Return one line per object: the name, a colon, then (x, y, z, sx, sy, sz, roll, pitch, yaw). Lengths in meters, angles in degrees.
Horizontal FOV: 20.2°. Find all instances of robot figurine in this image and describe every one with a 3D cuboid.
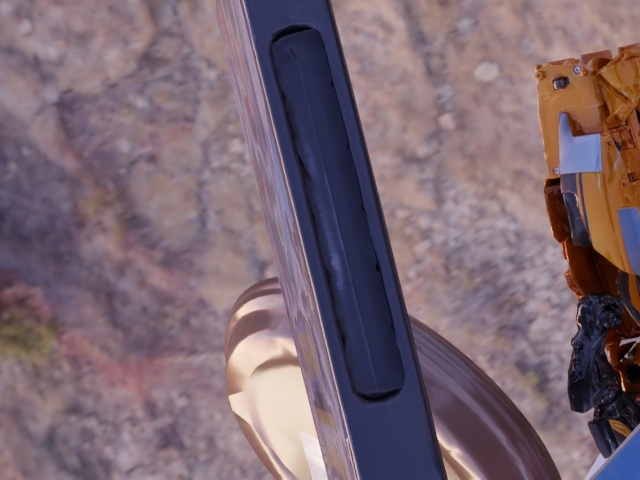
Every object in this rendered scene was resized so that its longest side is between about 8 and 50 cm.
robot figurine: (0.226, 0.013, 1.205, 0.085, 0.211, 0.291, -9, 96, 39)

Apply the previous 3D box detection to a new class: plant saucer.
plant saucer: (0.040, 0.140, 1.204, 0.278, 0.041, 0.278, 30, 148, 21)

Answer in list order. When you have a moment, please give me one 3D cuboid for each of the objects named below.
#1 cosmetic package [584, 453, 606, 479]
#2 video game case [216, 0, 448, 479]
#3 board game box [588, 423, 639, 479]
cosmetic package: (0.433, 0.201, 1.857, 0.197, 0.155, 0.365, 34, 99, 33)
video game case: (0.000, 0.000, 0.700, 0.035, 0.275, 0.248, -13, 87, -3)
board game box: (0.120, 0.225, 0.912, 0.086, 0.308, 0.302, 38, 137, 16)
